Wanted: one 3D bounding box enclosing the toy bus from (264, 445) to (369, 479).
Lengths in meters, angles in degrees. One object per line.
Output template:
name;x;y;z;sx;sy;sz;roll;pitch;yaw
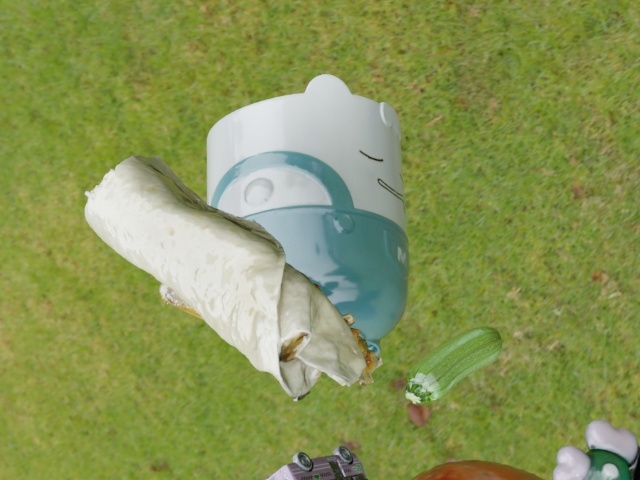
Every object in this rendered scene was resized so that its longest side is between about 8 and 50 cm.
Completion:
toy bus;-0.005;0.372;1.330;0.087;0.178;0.098;-45;61;25

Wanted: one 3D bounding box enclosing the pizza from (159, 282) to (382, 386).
pizza;-0.025;0.060;0.719;0.201;0.053;0.193;25;168;-10

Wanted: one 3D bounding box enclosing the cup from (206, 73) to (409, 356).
cup;0.000;0.000;0.997;0.219;0.289;0.258;-13;64;22

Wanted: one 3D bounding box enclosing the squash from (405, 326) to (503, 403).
squash;0.227;0.211;1.545;0.077;0.219;0.068;39;144;32

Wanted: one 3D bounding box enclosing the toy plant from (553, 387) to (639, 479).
toy plant;0.343;0.234;0.796;0.232;0.243;0.112;52;157;18

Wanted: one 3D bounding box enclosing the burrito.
burrito;-0.060;0.011;0.509;0.226;0.087;0.060;35;100;40

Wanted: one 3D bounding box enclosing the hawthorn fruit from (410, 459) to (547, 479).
hawthorn fruit;0.191;0.359;0.830;0.330;0.287;0.287;0;107;48
